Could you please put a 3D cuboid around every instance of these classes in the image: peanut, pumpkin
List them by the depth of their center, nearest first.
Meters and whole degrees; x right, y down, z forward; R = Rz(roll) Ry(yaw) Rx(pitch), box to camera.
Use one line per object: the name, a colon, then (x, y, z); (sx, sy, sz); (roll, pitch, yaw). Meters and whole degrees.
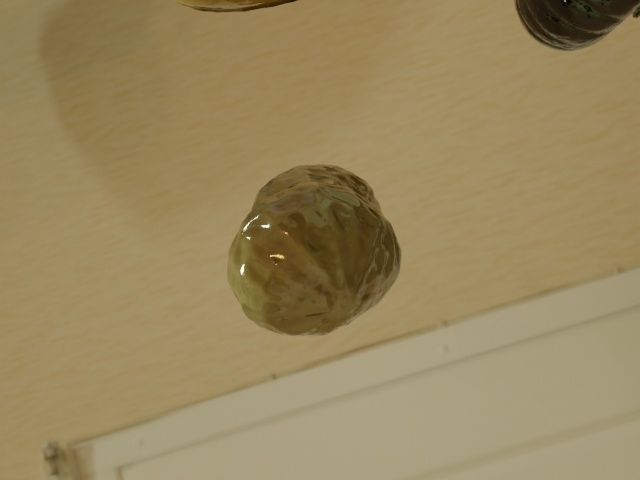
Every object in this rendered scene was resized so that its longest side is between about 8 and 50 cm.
peanut: (0.000, 0.000, 0.918); (0.298, 0.136, 0.120); (-79, 5, -77)
pumpkin: (0.301, -0.296, 1.174); (0.140, 0.202, 0.202); (41, -175, 0)

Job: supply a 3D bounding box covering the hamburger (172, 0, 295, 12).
hamburger: (-0.062, -0.275, 0.664); (0.186, 0.260, 0.303); (40, -149, -73)
